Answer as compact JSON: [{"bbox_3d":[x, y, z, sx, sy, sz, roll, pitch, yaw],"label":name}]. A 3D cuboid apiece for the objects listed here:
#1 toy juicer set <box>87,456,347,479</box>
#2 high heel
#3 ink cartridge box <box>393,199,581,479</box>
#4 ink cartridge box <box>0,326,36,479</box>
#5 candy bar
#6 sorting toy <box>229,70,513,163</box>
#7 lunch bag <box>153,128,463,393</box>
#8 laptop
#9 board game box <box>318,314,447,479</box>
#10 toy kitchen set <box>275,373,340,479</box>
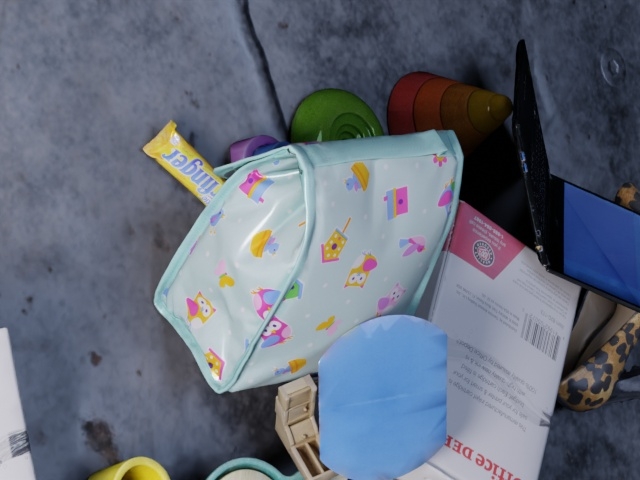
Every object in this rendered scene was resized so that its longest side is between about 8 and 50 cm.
[{"bbox_3d":[-0.070,0.308,1.830,0.329,0.089,0.209,6,78,-43],"label":"toy juicer set"},{"bbox_3d":[0.321,0.063,2.235,0.186,0.093,0.261,-2,91,-47],"label":"high heel"},{"bbox_3d":[0.143,0.132,2.042,0.207,0.117,0.283,34,60,-33],"label":"ink cartridge box"},{"bbox_3d":[-0.330,0.201,1.602,0.172,0.100,0.237,-11,91,-43],"label":"ink cartridge box"},{"bbox_3d":[-0.107,-0.052,1.908,0.040,0.018,0.161,-49,116,-8],"label":"candy bar"},{"bbox_3d":[0.072,-0.109,2.018,0.365,0.126,0.127,-17,93,-44],"label":"sorting toy"},{"bbox_3d":[0.000,0.000,1.833,0.223,0.262,0.160,-6,46,-42],"label":"lunch bag"},{"bbox_3d":[0.297,-0.065,2.117,0.234,0.136,0.264,-77,156,-62],"label":"laptop"},{"bbox_3d":[0.054,0.146,1.857,0.133,0.033,0.169,-8,110,-21],"label":"board game box"},{"bbox_3d":[0.004,0.174,1.858,0.068,0.083,0.075,-22,61,-17],"label":"toy kitchen set"}]
